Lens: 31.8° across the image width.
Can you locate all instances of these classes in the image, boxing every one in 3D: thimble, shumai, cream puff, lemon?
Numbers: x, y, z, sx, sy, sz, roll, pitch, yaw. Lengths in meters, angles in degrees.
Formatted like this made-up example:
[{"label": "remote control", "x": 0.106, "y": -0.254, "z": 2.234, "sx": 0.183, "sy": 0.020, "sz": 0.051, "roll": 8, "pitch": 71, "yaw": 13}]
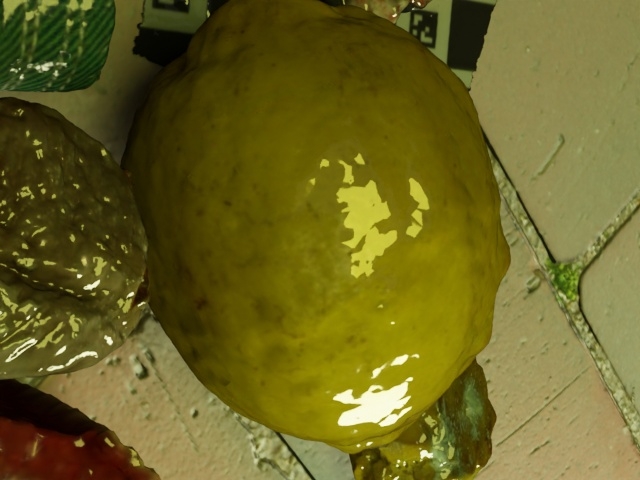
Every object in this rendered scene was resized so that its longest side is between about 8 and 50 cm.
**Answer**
[{"label": "thimble", "x": -0.193, "y": -0.164, "z": 0.727, "sx": 0.090, "sy": 0.118, "sz": 0.135, "roll": -4, "pitch": 99, "yaw": -35}, {"label": "shumai", "x": -0.220, "y": 0.013, "z": 0.692, "sx": 0.206, "sy": 0.176, "sz": 0.166, "roll": 12, "pitch": 68, "yaw": -27}, {"label": "cream puff", "x": 0.081, "y": 0.155, "z": 0.979, "sx": 0.146, "sy": 0.116, "sz": 0.146, "roll": 30, "pitch": 53, "yaw": -49}, {"label": "lemon", "x": -0.002, "y": -0.006, "z": 0.793, "sx": 0.285, "sy": 0.285, "sz": 0.316, "roll": -6, "pitch": 78, "yaw": -34}]

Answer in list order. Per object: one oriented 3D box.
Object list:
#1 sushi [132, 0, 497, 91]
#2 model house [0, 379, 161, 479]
[{"label": "sushi", "x": 0.046, "y": -0.241, "z": 0.914, "sx": 0.339, "sy": 0.069, "sz": 0.320, "roll": 21, "pitch": 85, "yaw": -35}, {"label": "model house", "x": -0.204, "y": 0.171, "z": 0.723, "sx": 0.254, "sy": 0.196, "sz": 0.160, "roll": 18, "pitch": 85, "yaw": -36}]
